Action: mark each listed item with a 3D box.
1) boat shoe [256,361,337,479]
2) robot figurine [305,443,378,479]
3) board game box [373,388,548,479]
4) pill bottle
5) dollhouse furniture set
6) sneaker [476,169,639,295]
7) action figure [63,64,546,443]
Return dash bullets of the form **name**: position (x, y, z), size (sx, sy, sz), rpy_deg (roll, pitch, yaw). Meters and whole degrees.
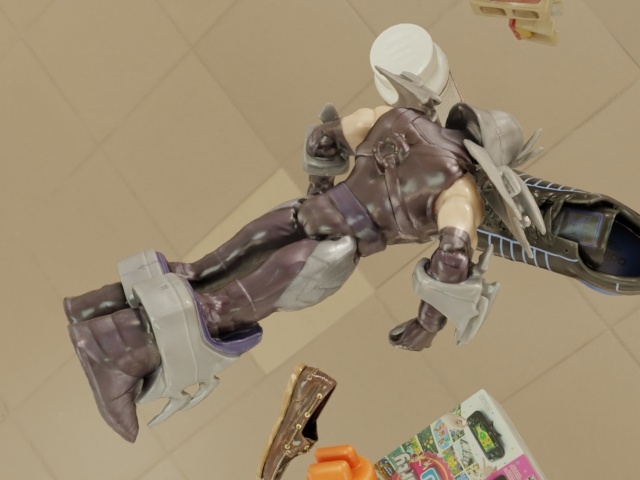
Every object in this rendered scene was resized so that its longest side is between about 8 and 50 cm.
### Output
- **boat shoe**: position (-0.037, 0.290, 1.336), size (0.073, 0.073, 0.207), rpy_deg (24, 108, 12)
- **robot figurine**: position (0.048, 0.450, 1.461), size (0.128, 0.158, 0.219), rpy_deg (-26, 110, -15)
- **board game box**: position (0.232, 0.445, 1.541), size (0.303, 0.097, 0.224), rpy_deg (-37, 45, 10)
- **pill bottle**: position (0.158, -0.255, 1.427), size (0.121, 0.221, 0.121), rpy_deg (-6, 71, 18)
- **dollhouse furniture set**: position (0.286, -0.440, 1.330), size (0.152, 0.374, 0.201), rpy_deg (11, 93, 20)
- **sneaker**: position (0.172, -0.019, 0.694), size (0.232, 0.090, 0.081), rpy_deg (18, 81, -1)
- **action figure**: position (0.000, 0.000, 0.490), size (0.285, 0.185, 0.099), rpy_deg (-28, 124, -6)
